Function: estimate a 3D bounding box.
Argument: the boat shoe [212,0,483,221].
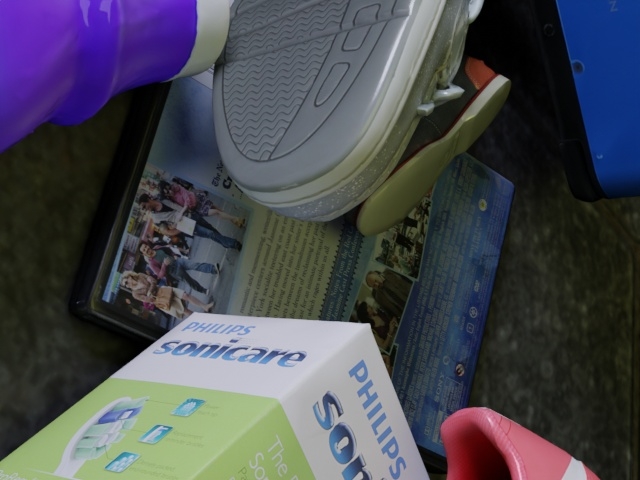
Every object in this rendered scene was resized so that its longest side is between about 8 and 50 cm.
[{"bbox_3d":[0.036,-0.122,0.662,0.103,0.118,0.320,52,34,-33],"label":"boat shoe"}]

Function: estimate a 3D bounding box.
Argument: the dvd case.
[{"bbox_3d":[0.000,0.000,0.699,0.253,0.022,0.180,29,67,-36],"label":"dvd case"}]

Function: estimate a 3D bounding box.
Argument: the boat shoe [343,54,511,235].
[{"bbox_3d":[0.049,-0.054,0.706,0.043,0.049,0.137,34,56,15],"label":"boat shoe"}]

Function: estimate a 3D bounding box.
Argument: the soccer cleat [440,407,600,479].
[{"bbox_3d":[0.021,0.206,0.482,0.116,0.108,0.318,46,59,-14],"label":"soccer cleat"}]

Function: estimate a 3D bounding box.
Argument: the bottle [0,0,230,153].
[{"bbox_3d":[-0.163,-0.083,0.517,0.283,0.092,0.118,-15,101,-42],"label":"bottle"}]

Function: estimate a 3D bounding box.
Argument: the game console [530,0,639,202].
[{"bbox_3d":[0.190,-0.184,0.732,0.173,0.250,0.293,-22,101,-41],"label":"game console"}]

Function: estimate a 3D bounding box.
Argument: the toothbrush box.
[{"bbox_3d":[-0.070,0.189,0.533,0.283,0.122,0.206,-38,116,-36],"label":"toothbrush box"}]
